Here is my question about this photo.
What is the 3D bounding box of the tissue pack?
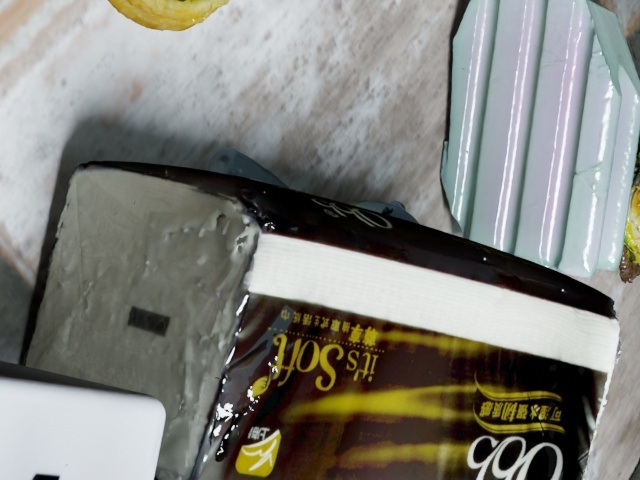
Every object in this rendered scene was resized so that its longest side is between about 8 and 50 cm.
[{"bbox_3d":[0.006,0.074,1.267,0.370,0.210,0.198,16,94,-43],"label":"tissue pack"}]

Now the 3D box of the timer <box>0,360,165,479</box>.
[{"bbox_3d":[-0.225,0.158,1.041,0.194,0.192,0.195,13,87,-52],"label":"timer"}]

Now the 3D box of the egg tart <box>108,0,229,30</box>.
[{"bbox_3d":[-0.105,-0.227,1.219,0.191,0.074,0.191,-16,110,-51],"label":"egg tart"}]

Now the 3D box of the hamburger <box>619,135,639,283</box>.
[{"bbox_3d":[0.324,-0.043,1.794,0.166,0.087,0.137,-44,129,-38],"label":"hamburger"}]

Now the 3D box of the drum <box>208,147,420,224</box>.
[{"bbox_3d":[0.010,-0.016,1.426,0.130,0.049,0.253,-59,137,-26],"label":"drum"}]

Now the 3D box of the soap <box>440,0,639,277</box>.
[{"bbox_3d":[0.184,-0.097,1.567,0.091,0.145,0.230,-9,109,-60],"label":"soap"}]
